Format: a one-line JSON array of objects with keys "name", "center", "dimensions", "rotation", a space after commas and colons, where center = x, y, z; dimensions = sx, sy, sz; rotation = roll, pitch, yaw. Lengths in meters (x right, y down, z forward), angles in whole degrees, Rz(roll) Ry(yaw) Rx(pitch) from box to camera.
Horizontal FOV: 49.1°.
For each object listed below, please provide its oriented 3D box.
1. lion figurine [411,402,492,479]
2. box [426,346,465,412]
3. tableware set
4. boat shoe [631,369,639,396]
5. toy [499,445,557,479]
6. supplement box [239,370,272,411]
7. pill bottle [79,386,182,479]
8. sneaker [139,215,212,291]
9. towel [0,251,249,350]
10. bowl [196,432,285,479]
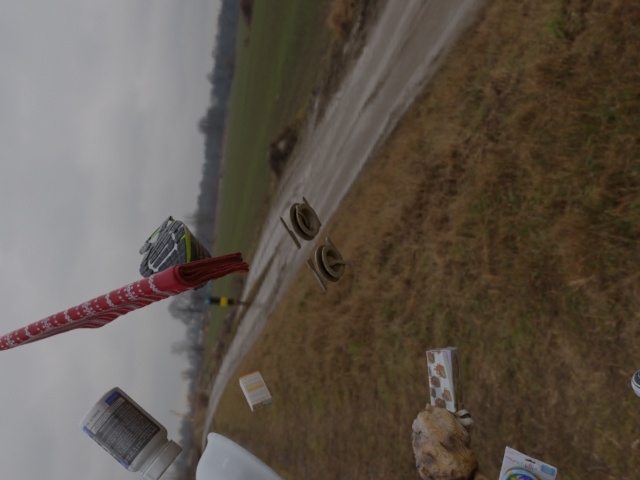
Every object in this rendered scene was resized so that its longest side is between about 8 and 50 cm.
[{"name": "lion figurine", "center": [0.272, 0.521, 1.336], "dimensions": [0.240, 0.142, 0.392], "rotation": [-170, 72, -66]}, {"name": "box", "center": [0.301, 0.413, 1.638], "dimensions": [0.067, 0.063, 0.324], "rotation": [2, -98, -58]}, {"name": "tableware set", "center": [0.000, 0.000, 1.506], "dimensions": [0.039, 0.194, 0.128], "rotation": [-25, 13, 32]}, {"name": "boat shoe", "center": [0.774, 0.255, 1.421], "dimensions": [0.306, 0.105, 0.113], "rotation": [-16, 25, 48]}, {"name": "toy", "center": [0.518, 0.670, 1.818], "dimensions": [0.056, 0.137, 0.237], "rotation": [-27, -52, -50]}, {"name": "supplement box", "center": [-0.183, 0.425, 1.980], "dimensions": [0.036, 0.062, 0.098], "rotation": [95, 151, -48]}, {"name": "pill bottle", "center": [-0.272, 0.284, 1.015], "dimensions": [0.078, 0.137, 0.078], "rotation": [-50, -4, -5]}, {"name": "sneaker", "center": [-0.233, 0.034, 1.207], "dimensions": [0.111, 0.121, 0.300], "rotation": [-51, 17, 0]}, {"name": "towel", "center": [-0.244, 0.078, 0.895], "dimensions": [0.031, 0.275, 0.199], "rotation": [70, -163, 3]}, {"name": "bowl", "center": [-0.153, 0.539, 1.431], "dimensions": [0.134, 0.298, 0.298], "rotation": [-50, -7, -26]}]
